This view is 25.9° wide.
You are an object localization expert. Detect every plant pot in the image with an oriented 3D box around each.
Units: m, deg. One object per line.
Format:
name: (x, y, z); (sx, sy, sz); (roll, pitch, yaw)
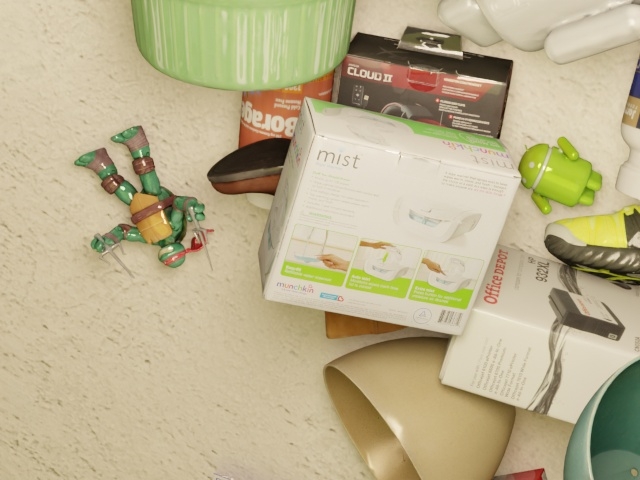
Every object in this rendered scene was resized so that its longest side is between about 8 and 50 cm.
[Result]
plant pot: (0.406, 0.296, 1.663); (0.290, 0.290, 0.195); (33, 151, -2)
plant pot: (0.161, 0.246, 1.954); (0.191, 0.284, 0.284); (-31, 107, -14)

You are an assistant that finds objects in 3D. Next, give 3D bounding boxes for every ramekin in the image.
ramekin: (-0.096, -0.306, 1.732); (0.303, 0.303, 0.148); (9, 122, 9)

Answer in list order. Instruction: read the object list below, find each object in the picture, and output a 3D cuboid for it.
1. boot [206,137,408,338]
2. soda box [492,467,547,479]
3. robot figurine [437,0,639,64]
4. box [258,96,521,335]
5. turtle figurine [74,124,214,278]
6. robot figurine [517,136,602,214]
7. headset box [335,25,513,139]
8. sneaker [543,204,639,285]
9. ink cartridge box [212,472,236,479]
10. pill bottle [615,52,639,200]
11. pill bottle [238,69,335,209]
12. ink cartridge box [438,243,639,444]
boot: (0.000, 0.000, 1.844); (0.264, 0.096, 0.280); (-9, 118, 2)
soda box: (0.266, 0.402, 1.970); (0.092, 0.263, 0.083); (-13, 93, 18)
robot figurine: (0.303, -0.352, 1.648); (0.353, 0.200, 0.300); (-23, 69, 31)
box: (0.078, -0.027, 1.705); (0.262, 0.127, 0.231); (10, 115, -13)
turtle figurine: (-0.248, -0.037, 1.984); (0.175, 0.118, 0.234); (-29, 89, 8)
robot figurine: (0.315, -0.087, 1.854); (0.115, 0.067, 0.101); (24, 121, 2)
headset box: (0.128, -0.137, 1.852); (0.218, 0.110, 0.293); (11, 116, 8)
sneaker: (0.489, -0.016, 1.830); (0.384, 0.145, 0.147); (2, 83, 15)
ink cartridge box: (-0.094, 0.473, 2.213); (0.206, 0.045, 0.208); (20, 118, 4)
pill bottle: (0.456, -0.174, 1.704); (0.153, 0.153, 0.265); (14, 101, 7)
pill bottle: (-0.049, -0.155, 1.879); (0.121, 0.121, 0.216); (10, 115, 9)
ink cartridge box: (0.332, 0.134, 1.861); (0.307, 0.223, 0.129); (17, 116, 5)
